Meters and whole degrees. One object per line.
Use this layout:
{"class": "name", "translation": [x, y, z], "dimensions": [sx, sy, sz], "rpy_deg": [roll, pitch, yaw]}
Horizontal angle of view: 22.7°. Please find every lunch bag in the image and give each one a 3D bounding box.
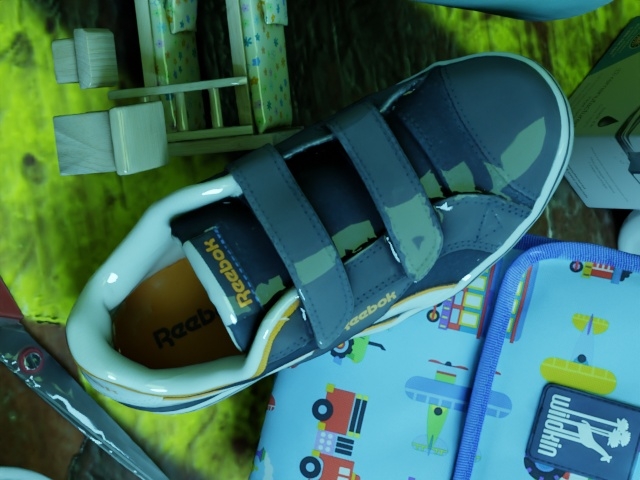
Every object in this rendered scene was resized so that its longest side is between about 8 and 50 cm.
{"class": "lunch bag", "translation": [0.125, 0.113, 0.972], "dimensions": [0.138, 0.293, 0.221], "rpy_deg": [26, 76, -62]}

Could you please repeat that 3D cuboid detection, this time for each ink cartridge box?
{"class": "ink cartridge box", "translation": [0.274, -0.093, 1.130], "dimensions": [0.140, 0.190, 0.082], "rpy_deg": [-50, 116, -21]}

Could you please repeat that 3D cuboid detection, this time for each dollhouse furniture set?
{"class": "dollhouse furniture set", "translation": [-0.081, -0.137, 0.909], "dimensions": [0.161, 0.101, 0.182], "rpy_deg": [-26, 110, -70]}

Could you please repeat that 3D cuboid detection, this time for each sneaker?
{"class": "sneaker", "translation": [0.000, 0.000, 0.904], "dimensions": [0.321, 0.127, 0.126], "rpy_deg": [-35, 76, 8]}

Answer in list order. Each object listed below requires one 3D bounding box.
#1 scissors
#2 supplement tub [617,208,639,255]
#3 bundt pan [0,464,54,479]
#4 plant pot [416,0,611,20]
{"class": "scissors", "translation": [-0.193, 0.064, 0.943], "dimensions": [0.109, 0.021, 0.297], "rpy_deg": [-38, 112, -28]}
{"class": "supplement tub", "translation": [0.326, -0.022, 1.211], "dimensions": [0.190, 0.117, 0.117], "rpy_deg": [-38, 111, -26]}
{"class": "bundt pan", "translation": [-0.250, 0.261, 0.849], "dimensions": [0.330, 0.124, 0.331], "rpy_deg": [-2, 94, -32]}
{"class": "plant pot", "translation": [0.052, -0.272, 0.903], "dimensions": [0.235, 0.293, 0.293], "rpy_deg": [-6, 95, -41]}
